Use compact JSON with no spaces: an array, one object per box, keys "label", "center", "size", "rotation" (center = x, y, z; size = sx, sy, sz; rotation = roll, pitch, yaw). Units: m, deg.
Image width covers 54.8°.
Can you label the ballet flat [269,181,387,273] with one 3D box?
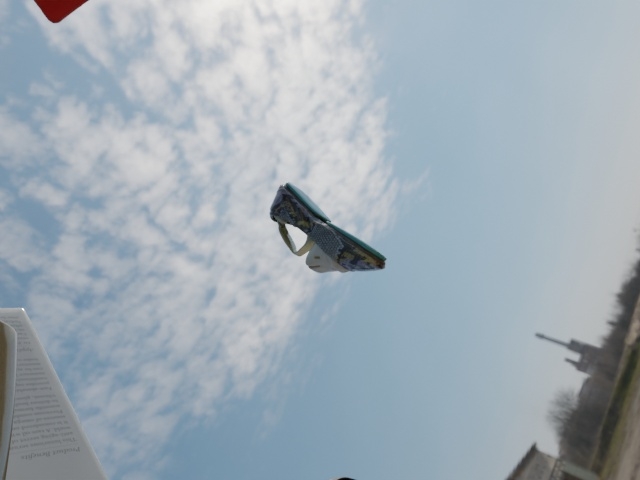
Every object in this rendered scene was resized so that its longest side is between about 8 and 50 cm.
[{"label":"ballet flat","center":[0.000,0.000,0.424],"size":[0.041,0.114,0.041],"rotation":[-21,-50,-27]}]

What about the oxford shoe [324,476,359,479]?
[{"label":"oxford shoe","center":[-0.009,0.362,0.856],"size":[0.096,0.227,0.082],"rotation":[91,173,-49]}]

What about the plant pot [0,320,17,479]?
[{"label":"plant pot","center":[-0.389,0.190,0.543],"size":[0.256,0.257,0.274],"rotation":[55,-138,-57]}]

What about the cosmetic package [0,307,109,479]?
[{"label":"cosmetic package","center":[-0.496,0.288,0.886],"size":[0.230,0.453,0.161],"rotation":[7,-65,-45]}]

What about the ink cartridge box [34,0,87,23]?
[{"label":"ink cartridge box","center":[-0.213,-0.294,0.441],"size":[0.134,0.078,0.231],"rotation":[-51,-54,-24]}]
